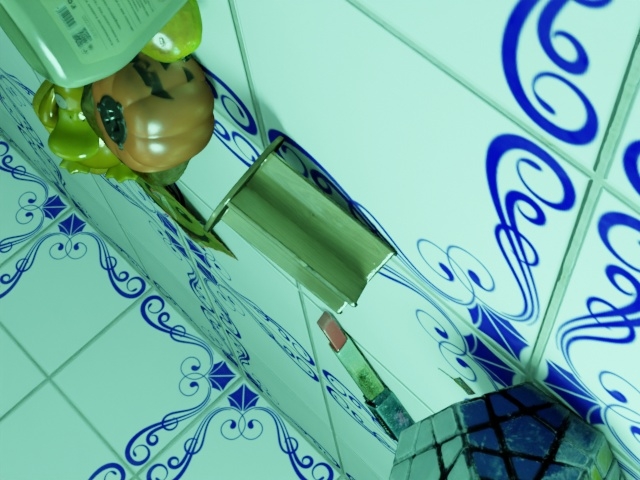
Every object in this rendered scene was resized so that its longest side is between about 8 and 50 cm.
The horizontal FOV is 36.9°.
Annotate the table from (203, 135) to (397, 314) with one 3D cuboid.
[{"bbox_3d":[-0.021,-0.009,1.317,0.227,0.167,0.167,39,165,-2],"label":"table"}]

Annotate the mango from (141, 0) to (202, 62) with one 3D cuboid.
[{"bbox_3d":[-0.230,-0.319,1.180,0.232,0.111,0.125,58,154,9],"label":"mango"}]

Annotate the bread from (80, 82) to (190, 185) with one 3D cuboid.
[{"bbox_3d":[-0.302,-0.199,1.630,0.230,0.123,0.230,41,162,17],"label":"bread"}]

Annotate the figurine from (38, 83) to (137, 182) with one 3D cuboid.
[{"bbox_3d":[-0.431,-0.227,1.818,0.215,0.215,0.228,45,176,12],"label":"figurine"}]

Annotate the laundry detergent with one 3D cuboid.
[{"bbox_3d":[-0.193,-0.274,0.909,0.091,0.253,0.181,33,160,43],"label":"laundry detergent"}]

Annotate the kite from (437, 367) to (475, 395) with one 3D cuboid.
[{"bbox_3d":[0.210,0.216,1.487,0.078,0.002,0.044,40,163,23],"label":"kite"}]

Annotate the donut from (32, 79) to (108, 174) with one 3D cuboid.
[{"bbox_3d":[-0.529,-0.254,2.115,0.277,0.108,0.277,43,164,15],"label":"donut"}]

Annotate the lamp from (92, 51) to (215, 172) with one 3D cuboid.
[{"bbox_3d":[-0.235,-0.196,1.398,0.188,0.164,0.187,33,134,42],"label":"lamp"}]

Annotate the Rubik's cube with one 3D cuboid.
[{"bbox_3d":[0.237,0.341,1.231,0.319,0.319,0.264,37,134,35],"label":"Rubik's cube"}]

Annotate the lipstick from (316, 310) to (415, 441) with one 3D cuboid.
[{"bbox_3d":[0.083,0.265,1.852,0.312,0.051,0.051,55,164,-23],"label":"lipstick"}]

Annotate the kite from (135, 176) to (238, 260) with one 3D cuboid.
[{"bbox_3d":[-0.330,-0.073,2.139,0.378,0.013,0.327,37,166,20],"label":"kite"}]
